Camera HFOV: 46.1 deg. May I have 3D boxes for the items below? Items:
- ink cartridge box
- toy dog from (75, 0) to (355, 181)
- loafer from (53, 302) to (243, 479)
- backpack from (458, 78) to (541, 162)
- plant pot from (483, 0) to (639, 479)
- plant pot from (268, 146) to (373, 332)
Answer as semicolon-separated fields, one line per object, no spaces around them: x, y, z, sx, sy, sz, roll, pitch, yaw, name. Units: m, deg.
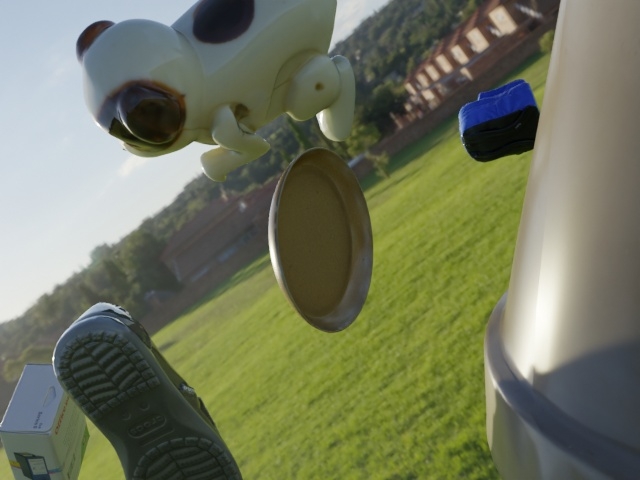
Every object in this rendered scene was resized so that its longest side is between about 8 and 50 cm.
-0.488;0.346;1.349;0.154;0.093;0.212;-90;4;-50;ink cartridge box
-0.165;-0.263;1.182;0.407;0.285;0.395;-26;-20;-23;toy dog
-0.135;0.150;0.640;0.094;0.251;0.087;-21;29;-1;loafer
0.270;-0.176;1.130;0.120;0.098;0.101;-21;42;20;backpack
0.229;-0.028;0.363;0.323;0.280;0.323;-10;20;4;plant pot
0.000;0.000;0.965;0.032;0.236;0.236;-5;25;31;plant pot
